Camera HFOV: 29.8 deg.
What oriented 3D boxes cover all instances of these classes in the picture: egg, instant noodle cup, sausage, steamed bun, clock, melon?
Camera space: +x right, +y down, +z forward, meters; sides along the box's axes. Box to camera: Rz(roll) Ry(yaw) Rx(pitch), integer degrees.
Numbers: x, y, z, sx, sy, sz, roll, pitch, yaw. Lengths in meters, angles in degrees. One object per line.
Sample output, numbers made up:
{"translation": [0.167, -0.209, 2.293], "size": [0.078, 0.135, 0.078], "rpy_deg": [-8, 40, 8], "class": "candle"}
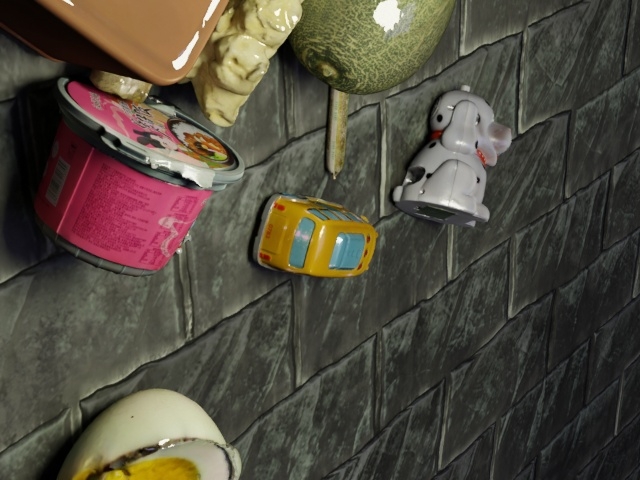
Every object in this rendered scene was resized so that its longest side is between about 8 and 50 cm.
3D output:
{"translation": [-0.276, 0.333, 1.751], "size": [0.286, 0.174, 0.264], "rpy_deg": [-39, 141, -1], "class": "egg"}
{"translation": [-0.248, -0.070, 1.516], "size": [0.182, 0.258, 0.302], "rpy_deg": [-62, 177, 15], "class": "instant noodle cup"}
{"translation": [0.031, -0.228, 1.987], "size": [0.033, 0.033, 0.269], "rpy_deg": [-24, 126, -47], "class": "sausage"}
{"translation": [-0.103, -0.314, 1.608], "size": [0.295, 0.137, 0.292], "rpy_deg": [-52, -166, 50], "class": "steamed bun"}
{"translation": [0.253, -0.162, 2.235], "size": [0.189, 0.188, 0.254], "rpy_deg": [34, 72, -56], "class": "clock"}
{"translation": [0.082, -0.373, 1.795], "size": [0.329, 0.248, 0.248], "rpy_deg": [-63, 147, -22], "class": "melon"}

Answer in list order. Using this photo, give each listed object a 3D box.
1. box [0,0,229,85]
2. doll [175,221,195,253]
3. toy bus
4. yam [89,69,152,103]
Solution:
{"translation": [-0.272, -0.340, 1.302], "size": [0.339, 0.229, 0.239], "rpy_deg": [34, 81, -49], "class": "box"}
{"translation": [-0.206, -0.028, 1.758], "size": [0.057, 0.039, 0.114], "rpy_deg": [7, 116, -21], "class": "doll"}
{"translation": [0.000, 0.000, 1.974], "size": [0.209, 0.136, 0.126], "rpy_deg": [5, 103, -56], "class": "toy bus"}
{"translation": [-0.172, -0.335, 1.502], "size": [0.357, 0.081, 0.081], "rpy_deg": [-60, 146, 1], "class": "yam"}
